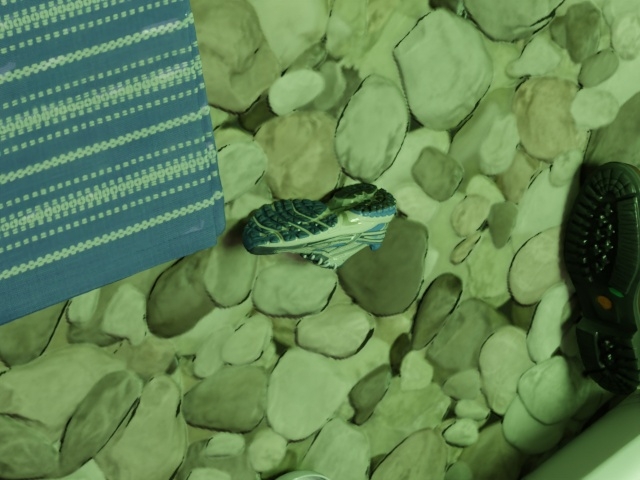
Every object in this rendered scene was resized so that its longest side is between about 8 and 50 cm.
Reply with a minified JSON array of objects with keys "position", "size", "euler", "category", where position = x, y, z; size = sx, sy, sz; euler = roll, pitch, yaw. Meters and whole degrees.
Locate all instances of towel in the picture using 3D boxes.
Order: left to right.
[{"position":[-0.194,-0.102,1.316],"size":[0.243,0.040,0.336],"euler":[-22,124,-23],"category":"towel"}]

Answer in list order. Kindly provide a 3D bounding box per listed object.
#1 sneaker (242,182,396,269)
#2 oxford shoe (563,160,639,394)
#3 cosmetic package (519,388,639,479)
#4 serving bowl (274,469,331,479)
[{"position":[0.000,0.000,1.499],"size":[0.135,0.052,0.058],"euler":[-12,126,-30],"category":"sneaker"},{"position":[0.271,0.019,1.698],"size":[0.096,0.082,0.227],"euler":[-37,135,-35],"category":"oxford shoe"},{"position":[0.221,0.289,1.701],"size":[0.365,0.197,0.155],"euler":[-36,90,-15],"category":"cosmetic package"},{"position":[-0.025,0.227,1.627],"size":[0.083,0.027,0.083],"euler":[-18,125,-27],"category":"serving bowl"}]
